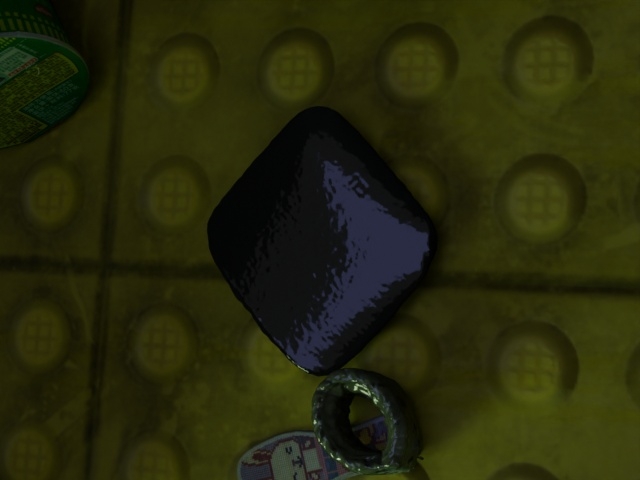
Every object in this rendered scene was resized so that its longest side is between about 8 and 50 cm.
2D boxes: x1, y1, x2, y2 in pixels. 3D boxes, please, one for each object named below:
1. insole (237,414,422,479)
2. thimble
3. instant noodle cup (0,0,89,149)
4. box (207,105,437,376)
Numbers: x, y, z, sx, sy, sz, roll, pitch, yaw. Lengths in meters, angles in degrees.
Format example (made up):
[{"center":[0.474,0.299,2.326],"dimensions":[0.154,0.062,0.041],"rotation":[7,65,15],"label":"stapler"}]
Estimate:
[{"center":[0.006,0.207,1.275],"dimensions":[0.197,0.004,0.065],"rotation":[-16,77,22],"label":"insole"},{"center":[0.045,0.169,1.224],"dimensions":[0.110,0.062,0.084],"rotation":[45,101,22],"label":"thimble"},{"center":[-0.370,-0.240,1.406],"dimensions":[0.207,0.207,0.233],"rotation":[-30,64,18],"label":"instant noodle cup"},{"center":[0.000,0.000,1.282],"dimensions":[0.201,0.042,0.212],"rotation":[-47,69,12],"label":"box"}]
